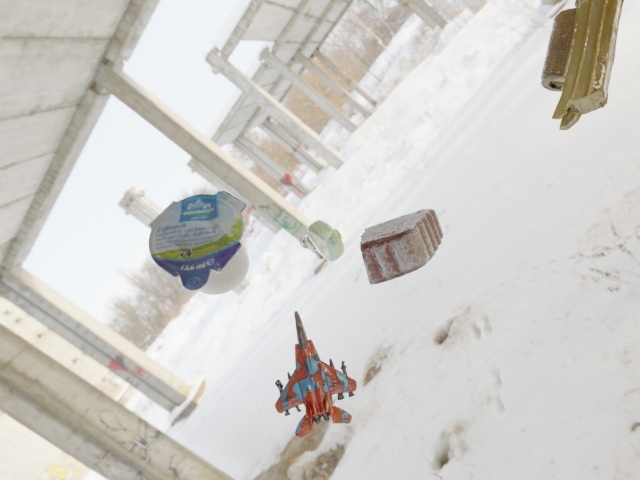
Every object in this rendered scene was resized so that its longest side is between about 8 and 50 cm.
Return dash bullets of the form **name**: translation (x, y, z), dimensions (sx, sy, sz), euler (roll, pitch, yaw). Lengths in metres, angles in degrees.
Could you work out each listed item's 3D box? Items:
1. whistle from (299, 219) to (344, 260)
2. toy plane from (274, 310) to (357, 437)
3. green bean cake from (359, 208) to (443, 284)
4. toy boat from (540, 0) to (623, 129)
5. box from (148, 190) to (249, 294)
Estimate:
- **whistle**: translation (0.000, 0.000, 1.307), dimensions (0.067, 0.126, 0.258), euler (-37, 11, -18)
- **toy plane**: translation (-0.016, 0.201, 0.703), dimensions (0.130, 0.061, 0.189), euler (-17, 54, 2)
- **green bean cake**: translation (0.154, 0.015, 0.960), dimensions (0.198, 0.097, 0.233), euler (-20, 7, 26)
- **toy boat**: translation (0.494, -0.370, 0.850), dimensions (0.115, 0.089, 0.310), euler (9, 89, 40)
- **box**: translation (-0.292, 0.045, 1.197), dimensions (0.206, 0.262, 0.291), euler (76, 180, -57)
